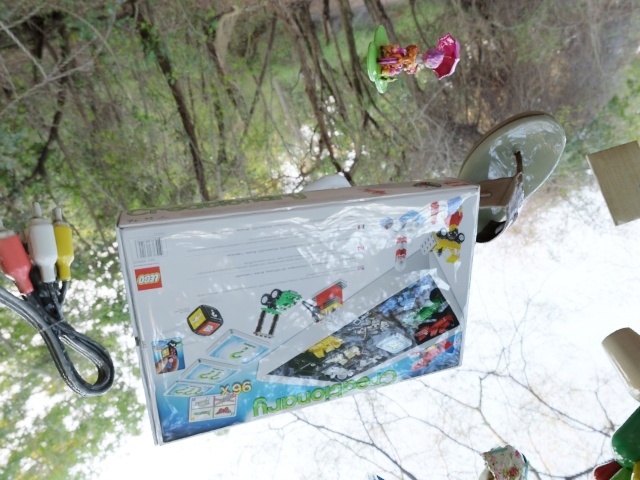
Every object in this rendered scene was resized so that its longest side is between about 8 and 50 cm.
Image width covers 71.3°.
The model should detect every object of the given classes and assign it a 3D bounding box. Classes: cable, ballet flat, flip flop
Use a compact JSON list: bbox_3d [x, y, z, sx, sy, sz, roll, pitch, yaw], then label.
[{"bbox_3d":[-0.371,0.091,0.612,0.072,0.287,0.139,-23,-179,23],"label":"cable"},{"bbox_3d":[0.288,0.455,0.732,0.077,0.241,0.091,4,176,-1],"label":"ballet flat"},{"bbox_3d":[0.201,-0.036,0.571,0.277,0.112,0.080,-47,-154,20],"label":"flip flop"}]

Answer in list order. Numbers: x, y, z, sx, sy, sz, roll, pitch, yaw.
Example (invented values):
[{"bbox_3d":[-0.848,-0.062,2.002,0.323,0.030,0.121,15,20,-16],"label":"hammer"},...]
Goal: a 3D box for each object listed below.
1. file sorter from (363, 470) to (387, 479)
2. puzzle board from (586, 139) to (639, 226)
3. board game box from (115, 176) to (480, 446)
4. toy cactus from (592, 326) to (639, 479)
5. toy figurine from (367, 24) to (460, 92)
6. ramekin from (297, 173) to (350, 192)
[{"bbox_3d":[0.077,0.198,0.183,0.170,0.118,0.105,25,-104,11],"label":"file sorter"},{"bbox_3d":[0.509,-0.096,0.746,0.096,0.128,0.011,-16,173,-8],"label":"puzzle board"},{"bbox_3d":[-0.003,0.054,0.401,0.305,0.193,0.053,-8,-160,-19],"label":"board game box"},{"bbox_3d":[0.323,0.158,0.384,0.219,0.112,0.181,-37,-138,16],"label":"toy cactus"},{"bbox_3d":[0.188,-0.358,0.869,0.159,0.130,0.173,3,-157,21],"label":"toy figurine"},{"bbox_3d":[0.000,0.000,0.995,0.277,0.277,0.135,-34,-110,-30],"label":"ramekin"}]
